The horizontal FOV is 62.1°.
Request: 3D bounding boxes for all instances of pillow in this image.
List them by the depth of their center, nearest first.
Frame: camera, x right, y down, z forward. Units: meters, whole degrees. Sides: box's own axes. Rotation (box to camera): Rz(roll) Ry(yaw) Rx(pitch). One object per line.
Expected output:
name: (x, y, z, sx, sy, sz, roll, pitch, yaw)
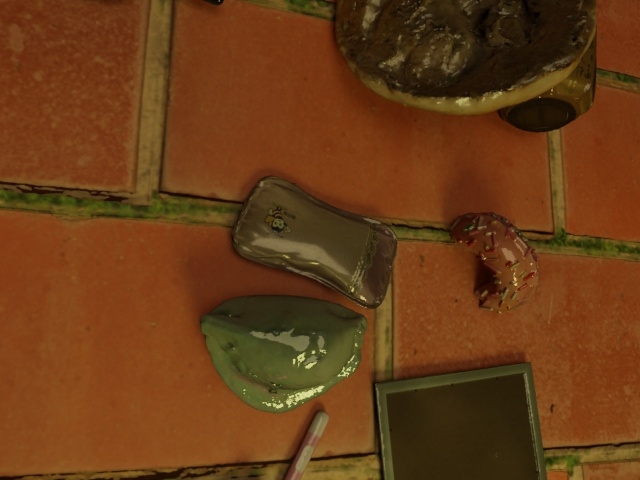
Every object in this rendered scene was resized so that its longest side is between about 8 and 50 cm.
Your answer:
pillow: (0.000, 0.000, 0.728, 0.232, 0.038, 0.131, 25, 70, -12)

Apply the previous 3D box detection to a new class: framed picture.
framed picture: (0.207, 0.296, 0.765, 0.274, 0.017, 0.217, 0, 81, -20)

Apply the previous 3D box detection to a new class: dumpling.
dumpling: (-0.046, 0.140, 0.650, 0.216, 0.105, 0.149, 11, 77, -19)

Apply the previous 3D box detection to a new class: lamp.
lamp: (0.357, -0.279, 0.847, 0.161, 0.161, 0.185, 14, 72, -17)

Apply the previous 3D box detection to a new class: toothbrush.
toothbrush: (-0.060, 0.344, 0.654, 0.020, 0.025, 0.287, 34, 71, -12)

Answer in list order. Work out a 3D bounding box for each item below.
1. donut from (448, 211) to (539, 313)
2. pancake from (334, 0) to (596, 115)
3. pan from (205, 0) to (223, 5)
donut: (0.262, 0.032, 0.779, 0.065, 0.117, 0.166, -34, 93, -26)
pancake: (0.201, -0.337, 0.775, 0.386, 0.082, 0.387, -3, 65, 6)
pan: (-0.241, -0.362, 0.705, 0.234, 0.028, 0.136, 19, 76, -13)
